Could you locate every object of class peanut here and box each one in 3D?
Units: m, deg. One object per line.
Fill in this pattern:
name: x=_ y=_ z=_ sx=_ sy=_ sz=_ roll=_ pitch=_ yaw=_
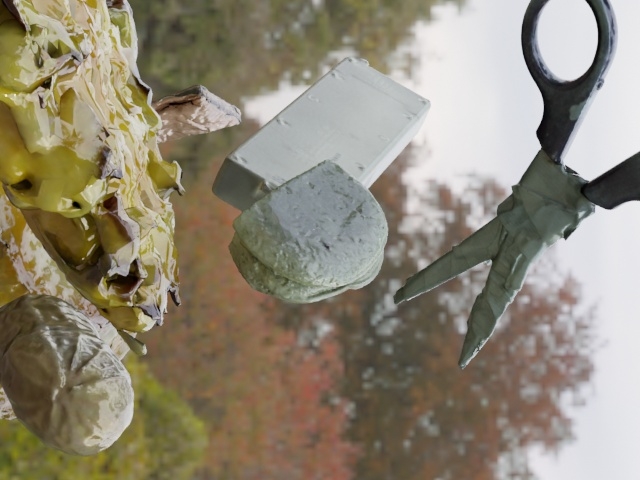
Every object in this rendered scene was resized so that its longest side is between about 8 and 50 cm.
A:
peanut: x=-0.213 y=0.103 z=1.266 sx=0.214 sy=0.098 sz=0.090 roll=34 pitch=-70 yaw=64

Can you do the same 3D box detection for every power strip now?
power strip: x=0.013 y=-0.093 z=1.491 sx=0.043 sy=0.106 sz=0.367 roll=-62 pitch=173 yaw=29

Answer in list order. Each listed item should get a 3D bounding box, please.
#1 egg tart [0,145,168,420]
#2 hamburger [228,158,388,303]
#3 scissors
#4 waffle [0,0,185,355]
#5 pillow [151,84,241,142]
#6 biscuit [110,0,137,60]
egg tart: x=-0.283 y=-0.041 z=1.555 sx=0.443 sy=0.178 sz=0.443 roll=11 pitch=77 yaw=-52
hamburger: x=0.002 y=-0.002 z=1.088 sx=0.084 sy=0.121 sz=0.054 roll=44 pitch=-41 yaw=12
scissors: x=0.193 y=-0.031 z=1.415 sx=0.256 sy=0.029 sz=0.383 roll=49 pitch=-51 yaw=11
waffle: x=-0.160 y=-0.141 z=0.904 sx=0.382 sy=0.095 sz=0.380 roll=69 pitch=3 yaw=-49
pillow: x=-0.216 y=-0.135 z=1.827 sx=0.126 sy=0.232 sz=0.043 roll=30 pitch=53 yaw=-73
biscuit: x=-0.317 y=-0.194 z=1.342 sx=0.394 sy=0.350 sz=0.070 roll=28 pitch=-41 yaw=36
